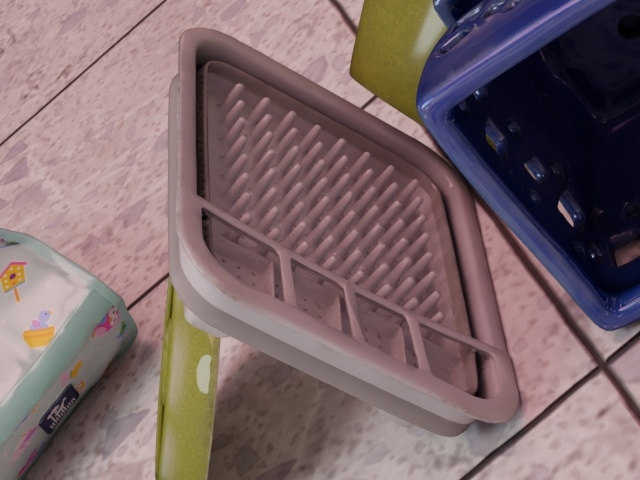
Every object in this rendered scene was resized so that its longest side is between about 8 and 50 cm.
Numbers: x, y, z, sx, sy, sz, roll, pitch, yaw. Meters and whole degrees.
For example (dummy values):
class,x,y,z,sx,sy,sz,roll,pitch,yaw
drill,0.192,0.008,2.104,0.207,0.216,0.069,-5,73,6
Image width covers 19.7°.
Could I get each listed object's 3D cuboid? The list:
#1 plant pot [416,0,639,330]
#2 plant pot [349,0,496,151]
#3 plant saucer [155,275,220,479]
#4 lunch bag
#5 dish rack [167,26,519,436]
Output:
class,x,y,z,sx,sy,sz,roll,pitch,yaw
plant pot,0.219,-0.118,1.281,0.236,0.236,0.212,-33,26,19
plant pot,0.155,-0.221,1.472,0.294,0.274,0.275,-57,30,7
plant saucer,-0.103,0.095,1.423,0.241,0.037,0.241,-176,90,-83
lunch bag,-0.289,0.112,1.659,0.223,0.160,0.262,-51,26,-13
dish rack,0.000,0.000,1.362,0.072,0.285,0.333,-50,26,29
